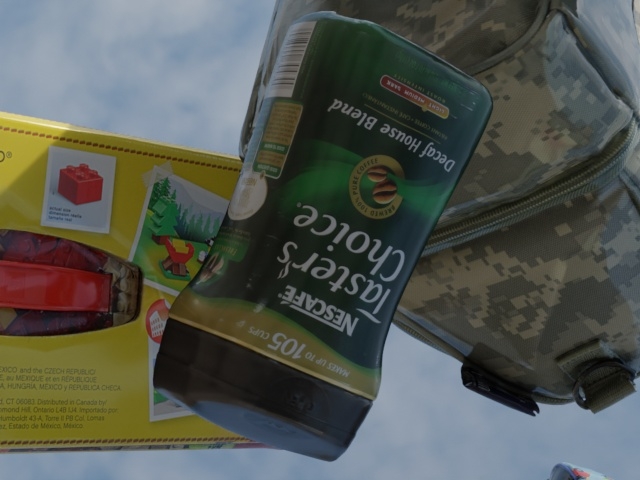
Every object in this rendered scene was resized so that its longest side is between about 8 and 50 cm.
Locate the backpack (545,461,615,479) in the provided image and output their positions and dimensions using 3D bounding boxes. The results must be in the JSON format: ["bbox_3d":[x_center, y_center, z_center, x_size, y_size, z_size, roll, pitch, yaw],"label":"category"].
[{"bbox_3d":[0.177,0.214,0.819,0.117,0.173,0.158,1,-70,-5],"label":"backpack"}]

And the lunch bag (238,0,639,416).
[{"bbox_3d":[0.113,-0.079,0.858,0.213,0.256,0.305,-26,-144,29],"label":"lunch bag"}]

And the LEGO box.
[{"bbox_3d":[-0.299,0.019,0.900,0.373,0.500,0.193,2,-94,42],"label":"LEGO box"}]

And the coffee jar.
[{"bbox_3d":[0.000,0.000,0.633,0.079,0.096,0.184,12,-101,63],"label":"coffee jar"}]
